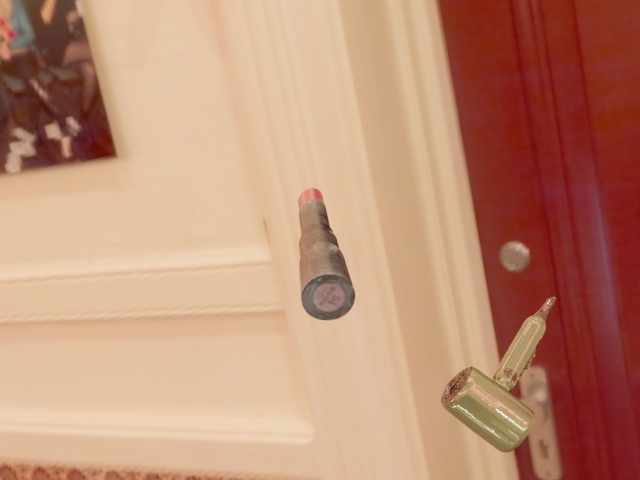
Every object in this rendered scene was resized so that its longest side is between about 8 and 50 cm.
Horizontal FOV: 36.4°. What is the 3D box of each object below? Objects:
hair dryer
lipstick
[{"bbox_3d":[0.171,0.105,0.854,0.150,0.071,0.047,-54,6,-21],"label":"hair dryer"},{"bbox_3d":[0.000,0.000,1.047,0.053,0.054,0.234,-11,29,2],"label":"lipstick"}]
